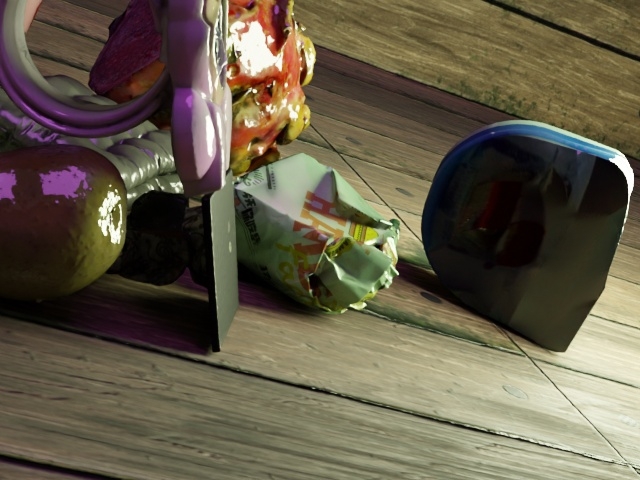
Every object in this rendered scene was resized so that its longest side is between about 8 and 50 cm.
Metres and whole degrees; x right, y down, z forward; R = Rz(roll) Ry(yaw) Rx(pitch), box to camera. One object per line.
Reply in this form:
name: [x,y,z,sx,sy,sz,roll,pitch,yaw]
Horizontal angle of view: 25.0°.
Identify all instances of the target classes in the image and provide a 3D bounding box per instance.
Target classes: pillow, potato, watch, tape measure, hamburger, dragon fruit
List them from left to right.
potato: [-0.273,-0.020,1.281,0.194,0.157,0.157,8,22,-41]
pillow: [-0.287,-0.110,1.665,0.228,0.101,0.326,29,18,8]
watch: [-0.196,-0.175,1.378,0.218,0.248,0.211,1,12,1]
dragon fruit: [-0.124,-0.220,1.929,0.263,0.296,0.314,44,35,-26]
hamburger: [0.002,-0.002,1.675,0.214,0.125,0.235,37,23,24]
tape measure: [0.263,-0.023,1.890,0.262,0.259,0.138,22,14,11]

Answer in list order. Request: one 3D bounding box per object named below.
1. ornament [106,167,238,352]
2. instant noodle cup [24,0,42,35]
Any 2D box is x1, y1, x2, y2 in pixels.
ornament: [-0.187,0.014,1.442,0.196,0.153,0.166,0,13,5]
instant noodle cup: [-0.445,-0.260,1.674,0.243,0.231,0.243,22,16,-7]
